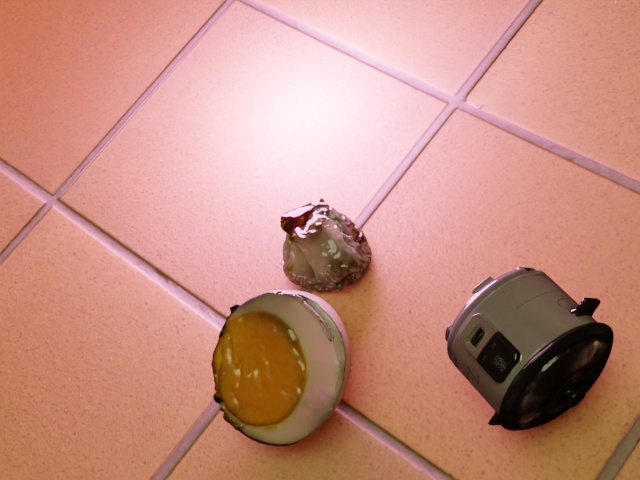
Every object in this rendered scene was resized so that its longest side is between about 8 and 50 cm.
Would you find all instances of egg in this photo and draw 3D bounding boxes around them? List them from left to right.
[{"bbox_3d":[-0.053,0.229,1.848,0.264,0.174,0.286,24,98,25],"label":"egg"}]

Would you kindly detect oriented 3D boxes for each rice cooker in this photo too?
[{"bbox_3d":[0.353,0.187,1.687,0.227,0.241,0.280,49,115,35],"label":"rice cooker"}]

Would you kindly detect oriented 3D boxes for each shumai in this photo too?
[{"bbox_3d":[0.005,0.002,1.963,0.184,0.142,0.184,-10,58,17],"label":"shumai"}]
